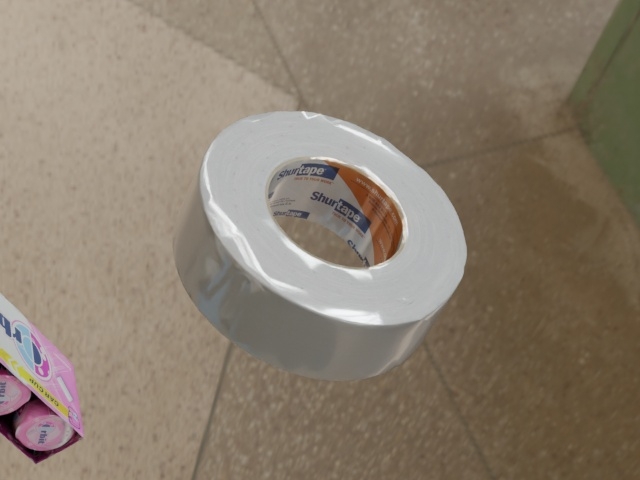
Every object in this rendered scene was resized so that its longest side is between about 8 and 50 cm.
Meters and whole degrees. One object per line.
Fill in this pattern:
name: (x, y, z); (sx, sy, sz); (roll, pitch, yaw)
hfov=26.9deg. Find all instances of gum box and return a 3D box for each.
gum box: (-0.315, 0.122, 1.318); (0.062, 0.188, 0.107); (-29, 42, 7)

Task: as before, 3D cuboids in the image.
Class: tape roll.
tape roll: (0.000, 0.000, 1.033); (0.219, 0.072, 0.219); (14, 45, -15)
